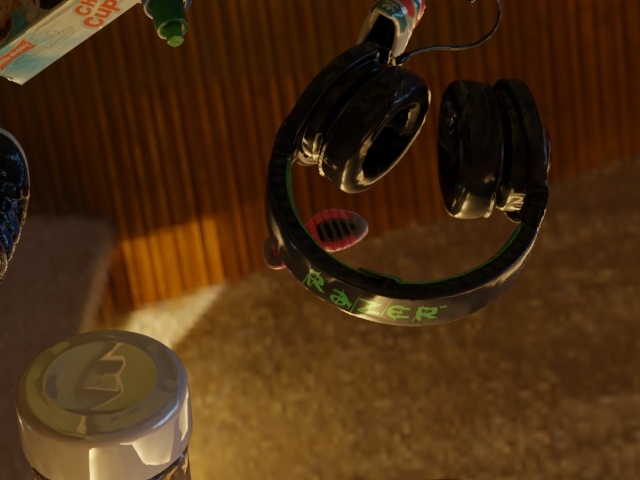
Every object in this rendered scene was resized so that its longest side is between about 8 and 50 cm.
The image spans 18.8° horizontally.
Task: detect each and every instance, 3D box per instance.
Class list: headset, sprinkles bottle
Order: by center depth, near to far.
[{"bbox_3d":[-0.146,0.236,1.435,0.121,0.355,0.121,-1,-143,1],"label":"sprinkles bottle"},{"bbox_3d":[0.095,-0.114,1.714,0.243,0.185,0.394,15,-126,4],"label":"headset"}]

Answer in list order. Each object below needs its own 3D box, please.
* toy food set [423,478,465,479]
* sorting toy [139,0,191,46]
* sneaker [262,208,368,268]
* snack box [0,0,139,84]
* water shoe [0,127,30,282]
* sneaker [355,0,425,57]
[{"bbox_3d":[0.053,0.247,1.526,0.217,0.128,0.071,-4,-174,3],"label":"toy food set"},{"bbox_3d":[-0.048,-0.284,1.553,0.127,0.365,0.126,10,-131,-36],"label":"sorting toy"},{"bbox_3d":[0.000,0.000,2.036,0.119,0.047,0.057,-17,164,22],"label":"sneaker"},{"bbox_3d":[-0.232,-0.310,1.609,0.187,0.060,0.322,-32,-121,23],"label":"snack box"},{"bbox_3d":[-0.277,0.001,1.588,0.073,0.203,0.080,16,167,-21],"label":"water shoe"},{"bbox_3d":[0.049,-0.175,1.897,0.057,0.161,0.075,29,-147,12],"label":"sneaker"}]
